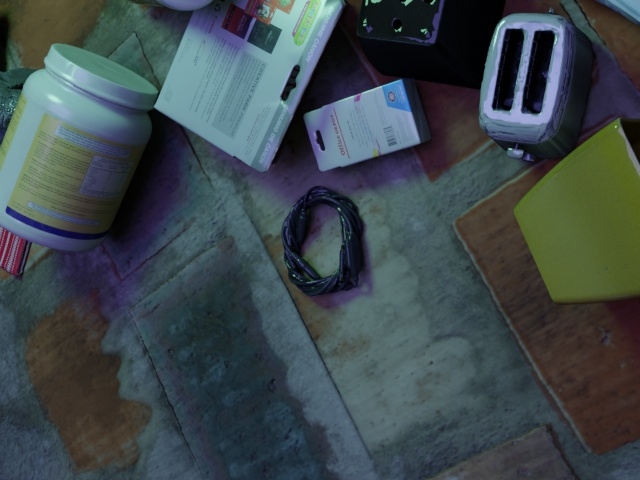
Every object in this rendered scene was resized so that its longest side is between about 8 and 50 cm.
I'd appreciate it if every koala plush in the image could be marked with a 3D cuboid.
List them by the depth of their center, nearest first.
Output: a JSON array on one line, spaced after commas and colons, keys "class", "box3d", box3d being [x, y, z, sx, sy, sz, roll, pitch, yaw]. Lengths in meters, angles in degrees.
[{"class": "koala plush", "box3d": [-0.633, -0.217, 1.569, 0.196, 0.203, 0.221, 36, 119, 24]}]

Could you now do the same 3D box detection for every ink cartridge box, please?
[{"class": "ink cartridge box", "box3d": [0.074, -0.184, 1.231, 0.181, 0.061, 0.104, -14, 97, 28]}, {"class": "ink cartridge box", "box3d": [-0.097, -0.298, 1.293, 0.272, 0.130, 0.309, 34, 107, 25]}]

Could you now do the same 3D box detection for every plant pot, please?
[{"class": "plant pot", "box3d": [0.386, -0.022, 1.004, 0.187, 0.212, 0.212, -29, 77, 39]}, {"class": "plant pot", "box3d": [0.155, -0.342, 1.136, 0.188, 0.167, 0.187, 15, 99, 27]}]

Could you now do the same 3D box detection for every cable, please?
[{"class": "cable", "box3d": [0.000, 0.000, 1.301, 0.150, 0.047, 0.184, -8, 89, 33]}]

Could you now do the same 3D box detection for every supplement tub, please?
[{"class": "supplement tub", "box3d": [-0.463, -0.172, 1.434, 0.241, 0.241, 0.331, 35, 106, 24]}]

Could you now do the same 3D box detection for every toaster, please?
[{"class": "toaster", "box3d": [0.302, -0.225, 1.069, 0.129, 0.146, 0.227, 13, 97, 27]}]

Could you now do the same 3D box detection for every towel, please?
[{"class": "towel", "box3d": [-0.741, -0.062, 1.707, 0.275, 0.031, 0.199, 26, 104, 26]}]

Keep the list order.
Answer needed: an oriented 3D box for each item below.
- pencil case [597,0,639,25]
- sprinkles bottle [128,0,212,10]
[{"class": "pencil case", "box3d": [0.398, -0.372, 1.032, 0.273, 0.113, 0.124, 41, 87, 23]}, {"class": "sprinkles bottle", "box3d": [-0.270, -0.458, 1.294, 0.355, 0.121, 0.121, 36, 111, 60]}]
